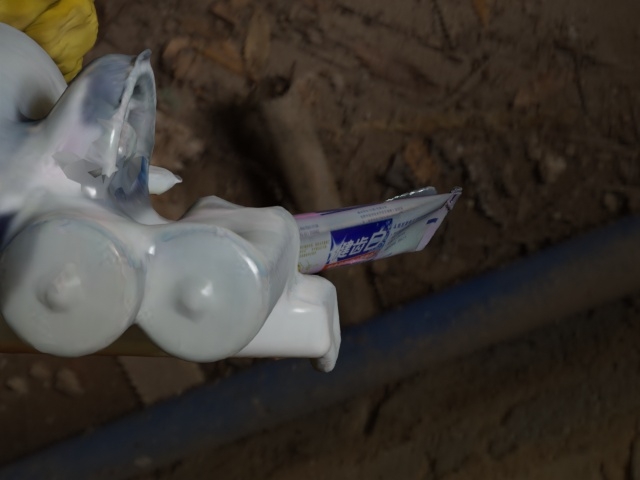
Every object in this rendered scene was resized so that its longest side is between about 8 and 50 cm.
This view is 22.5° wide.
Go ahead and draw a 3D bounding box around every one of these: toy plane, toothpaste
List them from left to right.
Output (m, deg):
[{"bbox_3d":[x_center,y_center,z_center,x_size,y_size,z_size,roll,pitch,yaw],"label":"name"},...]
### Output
[{"bbox_3d":[-0.114,-0.002,0.392,0.244,0.245,0.117,11,101,7],"label":"toy plane"},{"bbox_3d":[0.000,0.000,0.744,0.028,0.170,0.045,50,130,29],"label":"toothpaste"}]

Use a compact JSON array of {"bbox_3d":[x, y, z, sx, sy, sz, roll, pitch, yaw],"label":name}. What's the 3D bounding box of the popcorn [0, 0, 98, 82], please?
[{"bbox_3d":[-0.173,-0.171,0.709,0.190,0.250,0.250,-33,119,-15],"label":"popcorn"}]
